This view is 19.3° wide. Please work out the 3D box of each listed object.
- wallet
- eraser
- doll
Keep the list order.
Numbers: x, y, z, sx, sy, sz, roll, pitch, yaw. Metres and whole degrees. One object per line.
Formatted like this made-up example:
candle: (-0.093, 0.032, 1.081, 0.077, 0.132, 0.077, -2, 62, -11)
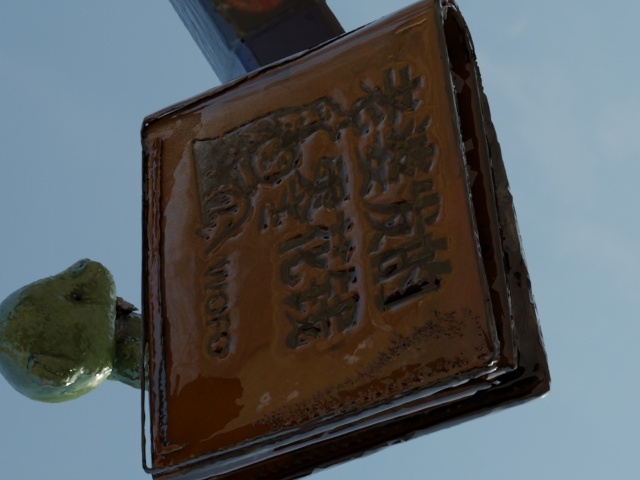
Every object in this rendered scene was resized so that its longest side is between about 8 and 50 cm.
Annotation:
wallet: (-0.001, -0.002, 0.761, 0.042, 0.161, 0.195, 46, -149, -50)
eraser: (-0.070, -0.213, 1.616, 0.101, 0.155, 0.332, -29, -100, -11)
doll: (-0.111, 0.050, 1.017, 0.150, 0.115, 0.077, 8, -87, -42)
